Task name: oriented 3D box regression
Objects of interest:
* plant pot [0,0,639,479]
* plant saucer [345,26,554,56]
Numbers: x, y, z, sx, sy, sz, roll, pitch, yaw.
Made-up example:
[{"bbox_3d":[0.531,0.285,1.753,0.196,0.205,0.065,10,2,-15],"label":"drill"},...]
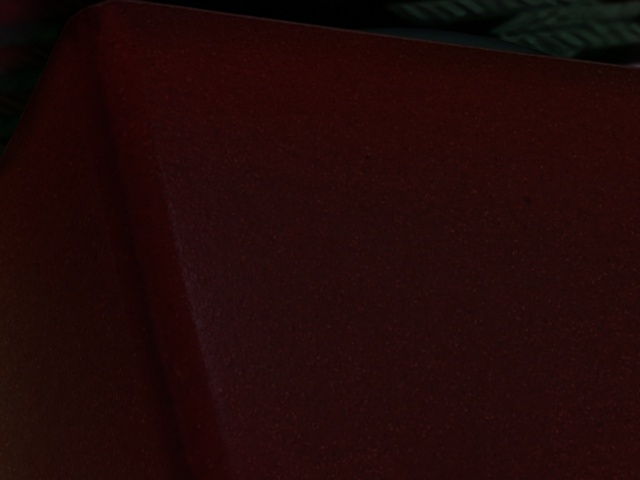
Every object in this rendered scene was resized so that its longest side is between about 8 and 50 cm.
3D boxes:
[{"bbox_3d":[0.008,0.096,0.728,0.267,0.236,0.267,4,148,-25],"label":"plant pot"},{"bbox_3d":[0.000,0.000,0.838,0.317,0.044,0.317,-8,150,-4],"label":"plant saucer"}]
